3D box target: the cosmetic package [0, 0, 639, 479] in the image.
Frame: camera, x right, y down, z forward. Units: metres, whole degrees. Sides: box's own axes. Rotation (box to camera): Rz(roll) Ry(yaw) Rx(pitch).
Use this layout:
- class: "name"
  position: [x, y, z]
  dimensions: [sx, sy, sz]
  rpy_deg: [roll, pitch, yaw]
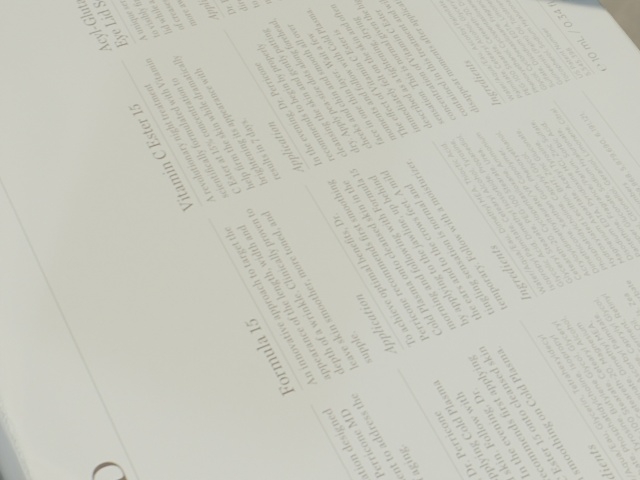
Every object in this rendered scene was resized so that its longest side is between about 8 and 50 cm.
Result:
- class: "cosmetic package"
  position: [0.000, 0.000, 0.543]
  dimensions: [0.284, 0.377, 0.097]
  rpy_deg: [-18, -31, -21]
